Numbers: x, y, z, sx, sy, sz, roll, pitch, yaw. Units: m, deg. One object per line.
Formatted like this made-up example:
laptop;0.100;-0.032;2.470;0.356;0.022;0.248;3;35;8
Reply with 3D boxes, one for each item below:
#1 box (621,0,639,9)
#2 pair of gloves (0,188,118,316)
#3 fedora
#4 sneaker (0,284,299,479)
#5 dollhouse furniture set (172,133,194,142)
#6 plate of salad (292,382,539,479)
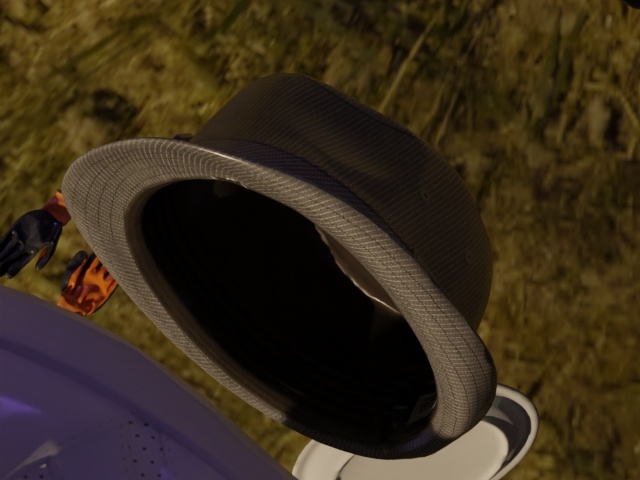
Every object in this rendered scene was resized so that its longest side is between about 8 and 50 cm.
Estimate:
box;0.156;-0.410;0.842;0.480;0.297;0.472;24;150;-28
pair of gloves;-0.172;0.013;1.200;0.083;0.010;0.074;38;74;9
fedora;0.000;0.000;1.033;0.275;0.124;0.244;45;147;-19
sneaker;-0.061;0.106;0.368;0.292;0.169;0.108;26;114;10
dollhouse furniture set;-0.107;-0.025;1.422;0.081;0.114;0.091;29;102;13
plate of salad;0.072;0.159;1.404;0.200;0.048;0.200;-10;143;-8
